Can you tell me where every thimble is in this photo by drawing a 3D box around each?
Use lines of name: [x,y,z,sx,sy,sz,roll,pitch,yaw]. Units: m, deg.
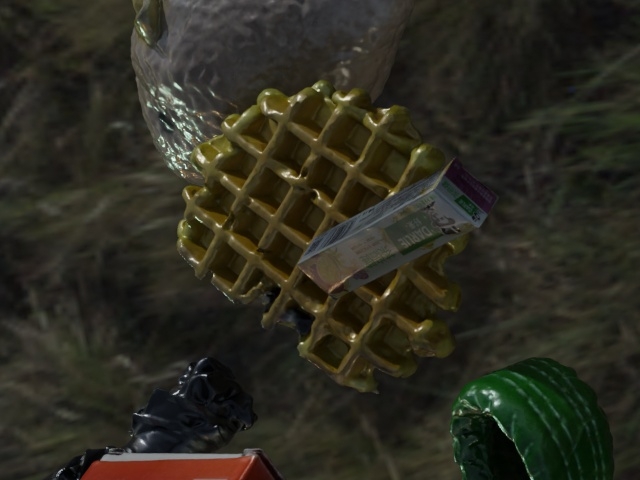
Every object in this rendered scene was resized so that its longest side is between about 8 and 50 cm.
thimble: [0.163,0.161,1.357,0.118,0.090,0.130,33,136,44]

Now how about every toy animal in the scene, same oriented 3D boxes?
toy animal: [-0.057,-0.195,1.681,0.358,0.188,0.226,-30,92,33]

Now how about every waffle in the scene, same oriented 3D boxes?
waffle: [-0.001,-0.001,1.552,0.309,0.065,0.283,-11,89,34]

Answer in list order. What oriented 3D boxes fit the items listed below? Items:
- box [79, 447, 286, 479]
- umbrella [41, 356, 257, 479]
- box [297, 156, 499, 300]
box: [-0.092,0.225,1.272,0.182,0.099,0.133,-10,123,43]
umbrella: [-0.180,0.228,1.722,0.110,0.272,0.122,30,151,39]
box: [0.057,-0.005,1.393,0.050,0.041,0.207,42,145,-13]
